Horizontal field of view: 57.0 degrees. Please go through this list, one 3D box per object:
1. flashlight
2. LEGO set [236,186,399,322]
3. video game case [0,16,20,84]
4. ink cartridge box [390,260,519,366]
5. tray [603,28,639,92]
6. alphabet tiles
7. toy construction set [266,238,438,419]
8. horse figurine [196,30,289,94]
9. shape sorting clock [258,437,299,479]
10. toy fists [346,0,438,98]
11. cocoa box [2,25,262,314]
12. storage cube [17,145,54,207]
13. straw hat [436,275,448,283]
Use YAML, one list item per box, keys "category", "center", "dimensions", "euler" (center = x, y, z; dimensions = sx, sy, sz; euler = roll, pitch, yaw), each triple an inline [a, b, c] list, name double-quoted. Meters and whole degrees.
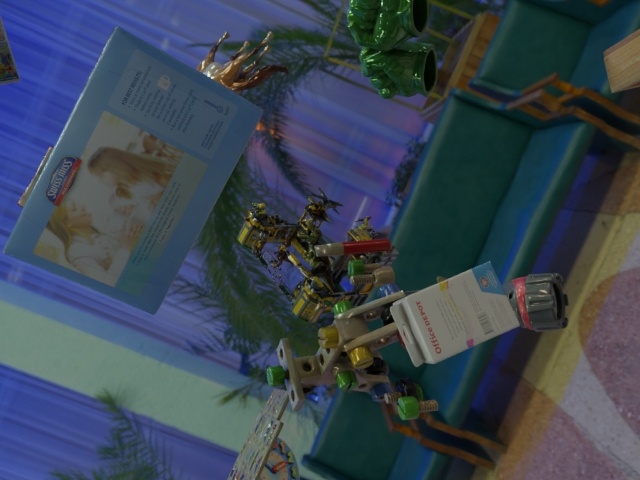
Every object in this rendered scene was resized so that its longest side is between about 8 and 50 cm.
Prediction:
- category: "flashlight"
  center: [0.279, 0.122, 1.063]
  dimensions: [0.304, 0.103, 0.103]
  euler: [-10, 55, 34]
- category: "LEGO set"
  center: [0.000, 0.000, 1.234]
  dimensions: [0.192, 0.255, 0.331]
  euler: [-58, 47, 25]
- category: "video game case"
  center: [-0.596, -0.336, 1.044]
  dimensions: [0.087, 0.011, 0.122]
  euler: [-25, -65, -37]
- category: "ink cartridge box"
  center: [0.168, 0.101, 0.785]
  dimensions: [0.090, 0.143, 0.092]
  euler: [110, 139, -78]
- category: "tray"
  center: [0.536, -0.279, 0.703]
  dimensions: [0.411, 0.203, 0.076]
  euler: [-27, -76, -89]
- category: "alphabet tiles"
  center: [-0.139, 0.440, 1.207]
  dimensions: [0.285, 0.011, 0.342]
  euler: [-65, 6, -17]
- category: "toy construction set"
  center: [0.025, 0.157, 1.023]
  dimensions: [0.257, 0.237, 0.308]
  euler: [131, 134, -70]
- category: "horse figurine"
  center: [-0.178, -0.332, 1.151]
  dimensions: [0.263, 0.066, 0.174]
  euler: [25, 73, 46]
- category: "shape sorting clock"
  center: [-0.133, 0.652, 1.668]
  dimensions: [0.040, 0.206, 0.206]
  euler: [-37, 21, 29]
- category: "toy fists"
  center: [0.129, -0.375, 1.107]
  dimensions: [0.096, 0.142, 0.279]
  euler: [-61, -29, -19]
- category: "cocoa box"
  center: [-0.279, -0.109, 0.902]
  dimensions: [0.347, 0.231, 0.228]
  euler: [-61, 21, 5]
- category: "storage cube"
  center: [-0.684, -0.122, 1.631]
  dimensions: [0.183, 0.215, 0.193]
  euler: [-65, 8, -10]
- category: "straw hat"
  center: [0.327, 0.108, 1.276]
  dimensions: [0.061, 0.144, 0.144]
  euler: [-45, 4, -7]
